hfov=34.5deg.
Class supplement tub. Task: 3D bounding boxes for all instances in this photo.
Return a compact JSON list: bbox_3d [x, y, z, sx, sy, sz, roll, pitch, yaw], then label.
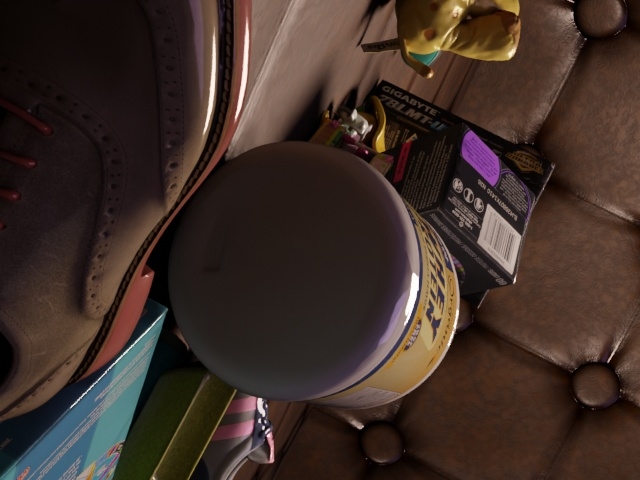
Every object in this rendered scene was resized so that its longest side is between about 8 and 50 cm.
[{"bbox_3d":[0.012,0.048,1.011,0.228,0.228,0.316,-63,160,-2],"label":"supplement tub"}]

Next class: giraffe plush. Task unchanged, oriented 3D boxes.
[{"bbox_3d":[0.151,-0.321,1.255,0.210,0.181,0.170,-22,143,-20],"label":"giraffe plush"}]

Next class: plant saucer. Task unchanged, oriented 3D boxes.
[{"bbox_3d":[-0.146,0.190,1.007,0.188,0.045,0.188,-62,171,3],"label":"plant saucer"}]

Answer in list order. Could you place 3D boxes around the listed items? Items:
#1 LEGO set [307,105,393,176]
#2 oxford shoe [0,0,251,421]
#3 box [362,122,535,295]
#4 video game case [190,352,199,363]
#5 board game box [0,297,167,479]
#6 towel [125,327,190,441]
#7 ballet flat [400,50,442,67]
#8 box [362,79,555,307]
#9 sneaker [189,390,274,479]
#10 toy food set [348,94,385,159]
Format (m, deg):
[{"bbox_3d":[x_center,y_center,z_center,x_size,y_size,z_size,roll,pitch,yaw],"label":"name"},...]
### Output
[{"bbox_3d":[0.002,-0.041,1.265,0.287,0.107,0.132,-60,171,-22],"label":"LEGO set"},{"bbox_3d":[-0.125,-0.032,0.460,0.130,0.123,0.348,-44,159,-51],"label":"oxford shoe"},{"bbox_3d":[0.115,-0.018,1.346,0.270,0.165,0.143,-17,-138,45],"label":"box"},{"bbox_3d":[-0.036,0.057,1.229,0.196,0.026,0.274,-2,129,-34],"label":"video game case"},{"bbox_3d":[-0.234,0.214,0.696,0.254,0.079,0.336,-50,165,-59],"label":"board game box"},{"bbox_3d":[-0.237,0.278,1.043,0.370,0.040,0.271,-58,170,-20],"label":"towel"},{"bbox_3d":[0.160,-0.328,1.496,0.074,0.074,0.203,-60,169,-22],"label":"ballet flat"},{"bbox_3d":[0.175,-0.066,1.618,0.073,0.293,0.295,-57,169,-41],"label":"box"},{"bbox_3d":[-0.102,0.235,1.413,0.319,0.131,0.112,-63,172,-5],"label":"sneaker"},{"bbox_3d":[0.057,-0.108,1.464,0.218,0.071,0.128,86,-9,-58],"label":"toy food set"}]
